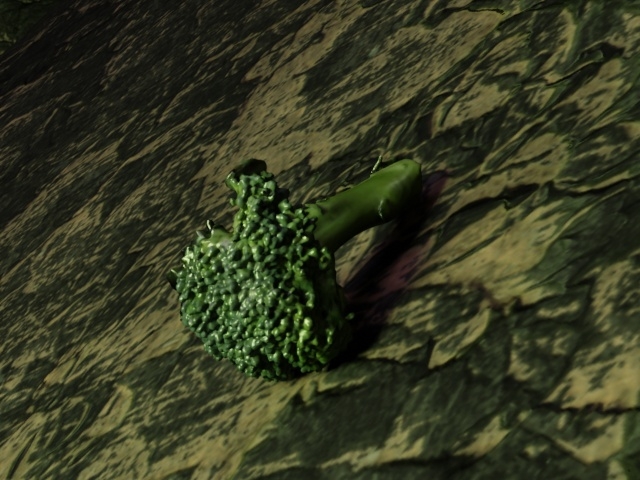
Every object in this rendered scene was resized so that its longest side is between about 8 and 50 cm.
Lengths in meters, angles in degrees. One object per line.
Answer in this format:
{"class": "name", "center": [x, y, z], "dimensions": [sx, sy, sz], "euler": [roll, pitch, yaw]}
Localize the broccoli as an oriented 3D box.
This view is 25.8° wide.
{"class": "broccoli", "center": [-0.001, 0.002, 0.870], "dimensions": [0.204, 0.122, 0.118], "euler": [-38, -6, -39]}
